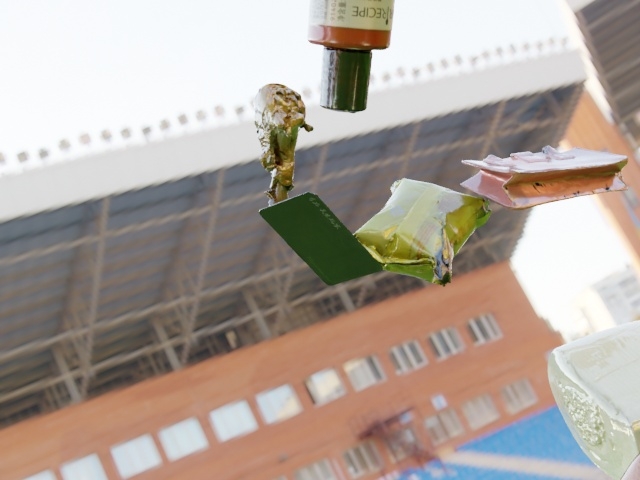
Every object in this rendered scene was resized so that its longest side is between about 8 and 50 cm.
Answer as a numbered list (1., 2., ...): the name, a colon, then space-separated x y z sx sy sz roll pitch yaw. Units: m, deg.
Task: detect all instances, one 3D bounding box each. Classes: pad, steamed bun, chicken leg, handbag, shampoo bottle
1. pad: 0.000 0.000 1.631 0.112 0.157 0.003 -19 33 43
2. steamed bun: 0.449 0.230 1.701 0.200 0.250 0.155 -18 -53 -14
3. chicken leg: -0.062 -0.151 1.968 0.085 0.207 0.101 -7 10 -38
4. handbag: 0.333 -0.097 1.804 0.212 0.059 0.157 -8 16 -24
5. shampoo bottle: 0.039 -0.294 1.468 0.104 0.278 0.104 5 12 -1

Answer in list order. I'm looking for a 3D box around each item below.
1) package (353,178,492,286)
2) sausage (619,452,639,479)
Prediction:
1. package: 0.144 -0.016 1.735 0.226 0.168 0.090 -49 -30 -47
2. sausage: 0.377 0.341 1.470 0.076 0.076 0.197 7 -70 -60
